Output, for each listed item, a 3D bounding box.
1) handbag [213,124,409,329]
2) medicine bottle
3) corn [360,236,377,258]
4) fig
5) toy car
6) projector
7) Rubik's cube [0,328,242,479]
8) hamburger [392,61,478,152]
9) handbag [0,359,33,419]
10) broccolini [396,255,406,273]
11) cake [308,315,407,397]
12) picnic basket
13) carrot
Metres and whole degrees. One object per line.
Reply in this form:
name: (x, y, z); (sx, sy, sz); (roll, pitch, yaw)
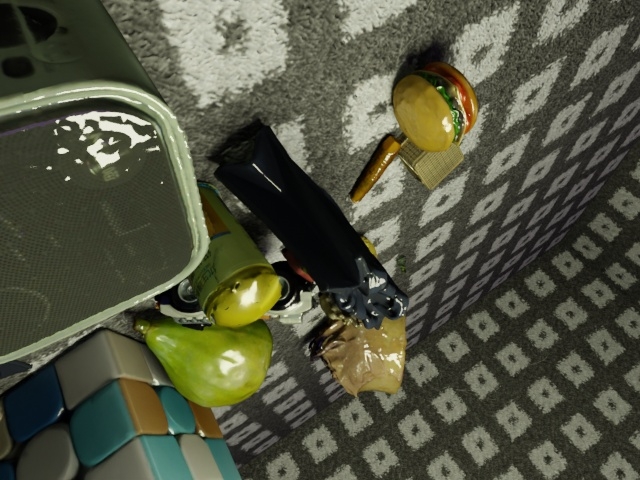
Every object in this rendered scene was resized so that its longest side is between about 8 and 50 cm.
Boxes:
handbag: (0.000, 0.000, 0.700); (0.122, 0.329, 0.303); (-40, 151, 5)
medicine bottle: (-0.159, 0.025, 0.655); (0.124, 0.239, 0.124); (-27, 146, -20)
corn: (0.112, 0.042, 1.163); (0.085, 0.063, 0.165); (-46, 153, -4)
fig: (-0.254, 0.254, 0.919); (0.314, 0.233, 0.233); (0, 134, -40)
toy car: (-0.155, 0.107, 0.800); (0.300, 0.118, 0.193); (-4, 174, -1)
projector: (-0.271, -0.076, 0.372); (0.248, 0.249, 0.248); (-25, 150, -22)
Rubik's cube: (-0.425, 0.444, 0.853); (0.346, 0.347, 0.344); (-35, 150, -5)
hamburger: (0.208, -0.241, 0.769); (0.115, 0.162, 0.162); (-35, 151, -8)
handbag: (-0.604, 0.217, 0.569); (0.325, 0.118, 0.269); (-30, 151, -10)
broccolini: (0.289, 0.085, 1.470); (0.140, 0.030, 0.035); (51, 55, -66)
cake: (0.120, 0.362, 1.466); (0.320, 0.333, 0.332); (6, 143, 0)
picnic basket: (0.244, -0.198, 0.947); (0.115, 0.079, 0.164); (-44, 151, 11)
carrot: (0.115, -0.150, 0.918); (0.042, 0.042, 0.171); (-6, 141, -44)
